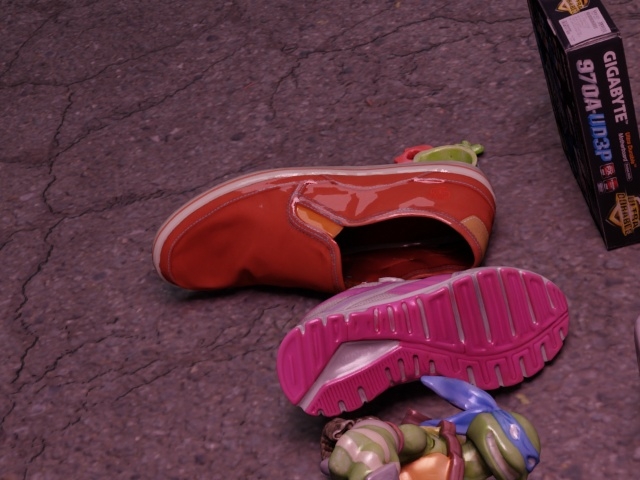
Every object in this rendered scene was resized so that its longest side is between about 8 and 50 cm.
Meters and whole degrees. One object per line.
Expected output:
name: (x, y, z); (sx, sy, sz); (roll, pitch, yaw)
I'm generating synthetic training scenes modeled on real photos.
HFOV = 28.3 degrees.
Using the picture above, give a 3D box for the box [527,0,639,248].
box: (0.243, -0.128, 1.152); (0.051, 0.220, 0.175); (-17, 35, 6)

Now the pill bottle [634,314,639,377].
pill bottle: (0.359, 0.098, 0.872); (0.264, 0.146, 0.146); (-10, 37, 11)

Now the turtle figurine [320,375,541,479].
turtle figurine: (0.033, 0.219, 0.800); (0.266, 0.198, 0.275); (-30, 50, 8)

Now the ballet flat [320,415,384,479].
ballet flat: (0.086, 0.191, 0.942); (0.084, 0.058, 0.250); (-37, 40, -22)

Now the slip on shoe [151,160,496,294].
slip on shoe: (0.000, 0.000, 1.185); (0.331, 0.123, 0.101); (-7, 42, 8)

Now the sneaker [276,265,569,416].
sneaker: (0.081, 0.071, 1.063); (0.252, 0.103, 0.111); (-7, 11, -9)

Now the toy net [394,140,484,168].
toy net: (0.050, -0.065, 1.301); (0.232, 0.045, 0.122); (-8, 38, 14)
